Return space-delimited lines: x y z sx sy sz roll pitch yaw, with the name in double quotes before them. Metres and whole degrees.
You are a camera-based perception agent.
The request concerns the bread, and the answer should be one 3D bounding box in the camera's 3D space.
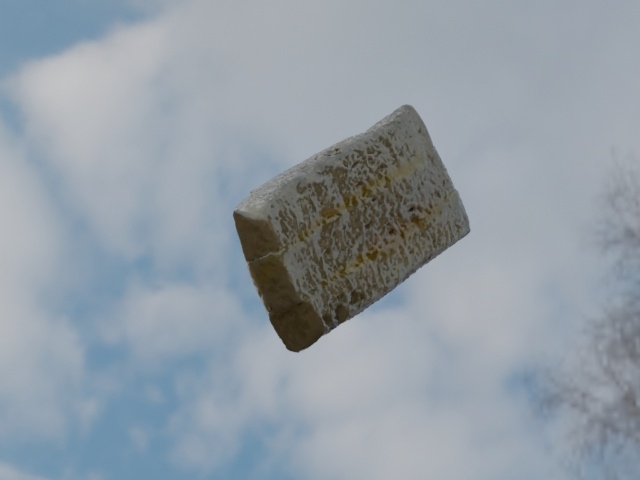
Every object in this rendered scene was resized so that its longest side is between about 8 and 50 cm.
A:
"bread" 0.018 -0.008 0.811 0.105 0.152 0.077 -25 -83 3
